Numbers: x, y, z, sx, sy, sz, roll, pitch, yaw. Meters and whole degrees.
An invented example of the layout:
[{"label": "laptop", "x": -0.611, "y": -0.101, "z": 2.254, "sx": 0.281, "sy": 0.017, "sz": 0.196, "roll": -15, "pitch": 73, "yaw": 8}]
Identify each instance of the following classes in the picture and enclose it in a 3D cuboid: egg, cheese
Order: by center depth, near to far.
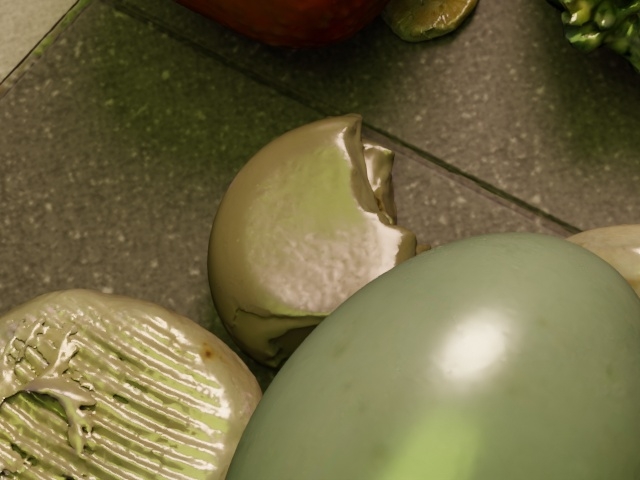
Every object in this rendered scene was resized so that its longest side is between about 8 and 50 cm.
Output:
[{"label": "egg", "x": 0.084, "y": 0.170, "z": 1.370, "sx": 0.276, "sy": 0.276, "sz": 0.389, "roll": 34, "pitch": 80, "yaw": 20}, {"label": "cheese", "x": 0.000, "y": 0.000, "z": 1.547, "sx": 0.175, "sy": 0.091, "sz": 0.203, "roll": 1, "pitch": 71, "yaw": 10}]

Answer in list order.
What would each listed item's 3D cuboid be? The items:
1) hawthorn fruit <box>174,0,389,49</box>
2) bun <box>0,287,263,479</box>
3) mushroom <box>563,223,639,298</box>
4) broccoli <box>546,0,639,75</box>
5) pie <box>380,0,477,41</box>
[{"label": "hawthorn fruit", "x": -0.050, "y": -0.315, "z": 1.546, "sx": 0.330, "sy": 0.287, "sz": 0.287, "roll": 31, "pitch": 77, "yaw": -17}, {"label": "bun", "x": -0.175, "y": 0.164, "z": 1.485, "sx": 0.272, "sy": 0.168, "sz": 0.273, "roll": -1, "pitch": 66, "yaw": 3}, {"label": "mushroom", "x": 0.324, "y": 0.072, "z": 1.459, "sx": 0.351, "sy": 0.095, "sz": 0.123, "roll": 23, "pitch": 94, "yaw": 19}, {"label": "broccoli", "x": 0.323, "y": -0.261, "z": 1.515, "sx": 0.324, "sy": 0.272, "sz": 0.334, "roll": 35, "pitch": 70, "yaw": -20}, {"label": "pie", "x": 0.088, "y": -0.200, "z": 1.637, "sx": 0.084, "sy": 0.020, "sz": 0.084, "roll": -4, "pitch": 70, "yaw": 12}]
